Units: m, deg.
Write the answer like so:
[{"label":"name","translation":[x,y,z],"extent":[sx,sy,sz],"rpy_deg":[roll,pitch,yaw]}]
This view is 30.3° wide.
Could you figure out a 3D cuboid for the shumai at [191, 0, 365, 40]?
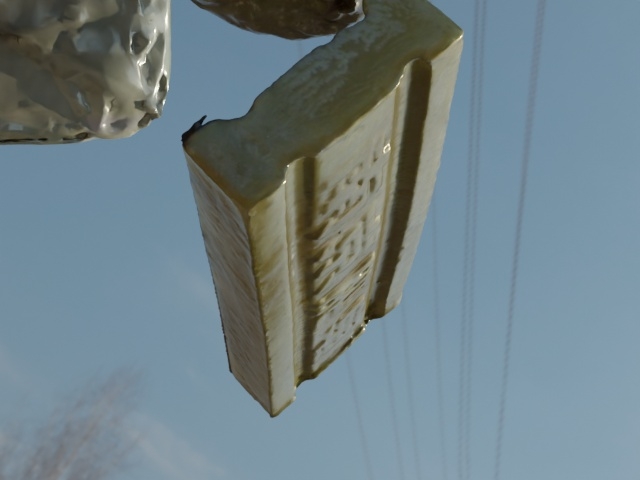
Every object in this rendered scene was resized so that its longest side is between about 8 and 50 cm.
[{"label":"shumai","translation":[-0.017,-0.226,0.710],"extent":[0.206,0.175,0.166],"rpy_deg":[39,-52,13]}]

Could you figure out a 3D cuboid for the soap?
[{"label":"soap","translation":[0.001,0.001,0.464],"extent":[0.037,0.092,0.252],"rpy_deg":[45,-15,16]}]

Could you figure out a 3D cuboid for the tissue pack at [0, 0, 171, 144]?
[{"label":"tissue pack","translation":[-0.231,-0.210,0.539],"extent":[0.380,0.207,0.297],"rpy_deg":[22,-68,52]}]
